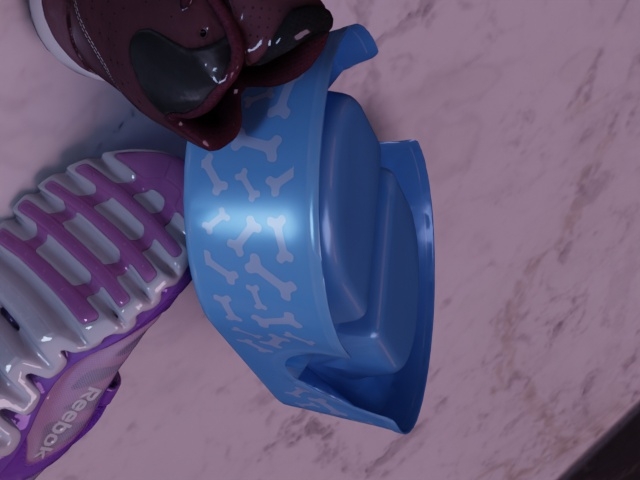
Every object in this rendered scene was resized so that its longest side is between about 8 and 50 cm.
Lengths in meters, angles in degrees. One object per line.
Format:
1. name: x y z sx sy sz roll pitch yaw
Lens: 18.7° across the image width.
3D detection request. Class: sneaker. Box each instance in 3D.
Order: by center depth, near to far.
1. sneaker: -0.042 -0.161 0.829 0.106 0.162 0.281 -21 138 -31
2. sneaker: -0.135 0.052 1.013 0.236 0.095 0.104 -46 151 8

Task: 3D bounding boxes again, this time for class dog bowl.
1. dog bowl: 0.000 0.000 1.020 0.297 0.074 0.165 59 34 -66
